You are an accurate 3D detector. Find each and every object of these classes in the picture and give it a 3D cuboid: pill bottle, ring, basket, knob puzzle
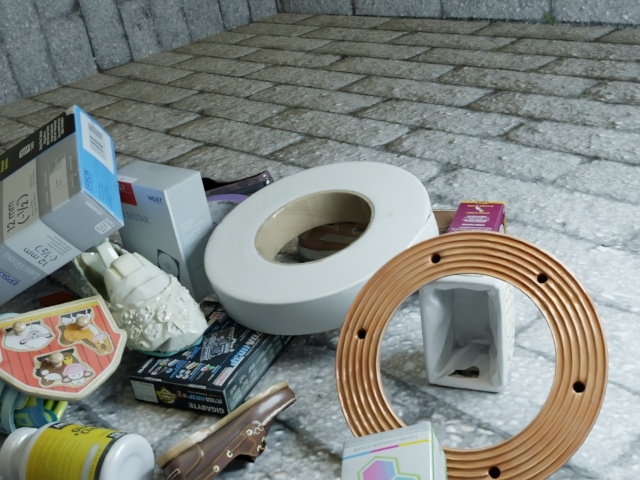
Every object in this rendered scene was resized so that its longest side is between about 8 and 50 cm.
[{"bbox_3d":[-0.314,0.287,0.997,0.184,0.103,0.103,2,29,23],"label":"pill bottle"},{"bbox_3d":[0.179,0.148,0.969,0.337,0.032,0.336,-9,67,21],"label":"ring"},{"bbox_3d":[0.209,0.111,1.096,0.113,0.167,0.103,3,23,24],"label":"basket"},{"bbox_3d":[-0.374,0.155,1.129,0.213,0.030,0.213,6,37,-4],"label":"knob puzzle"}]

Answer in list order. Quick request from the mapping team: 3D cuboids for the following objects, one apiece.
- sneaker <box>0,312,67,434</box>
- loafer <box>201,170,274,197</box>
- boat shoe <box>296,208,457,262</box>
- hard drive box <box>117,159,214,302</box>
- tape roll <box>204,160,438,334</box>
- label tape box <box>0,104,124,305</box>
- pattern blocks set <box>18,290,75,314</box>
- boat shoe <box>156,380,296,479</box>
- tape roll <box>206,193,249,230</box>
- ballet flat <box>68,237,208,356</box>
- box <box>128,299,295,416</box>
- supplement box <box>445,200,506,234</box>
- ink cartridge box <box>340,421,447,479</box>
[{"bbox_3d":[-0.506,0.249,1.128,0.208,0.127,0.319,26,55,34],"label":"sneaker"},{"bbox_3d":[-0.234,-0.112,1.764,0.303,0.095,0.109,0,28,20],"label":"loafer"},{"bbox_3d":[0.108,-0.030,1.455,0.325,0.116,0.123,-6,27,8],"label":"boat shoe"},{"bbox_3d":[-0.286,-0.019,1.447,0.181,0.232,0.089,12,34,39],"label":"hard drive box"},{"bbox_3d":[0.000,0.000,1.297,0.392,0.072,0.392,-13,34,9],"label":"tape roll"},{"bbox_3d":[-0.524,-0.048,1.376,0.348,0.115,0.249,-30,46,9],"label":"label tape box"},{"bbox_3d":[-0.511,0.174,1.375,0.325,0.026,0.285,1,28,21],"label":"pattern blocks set"},{"bbox_3d":[-0.110,0.263,1.024,0.207,0.073,0.073,-30,70,-28],"label":"boat shoe"},{"bbox_3d":[-0.215,-0.020,1.595,0.189,0.080,0.189,-8,26,4],"label":"tape roll"},{"bbox_3d":[-0.335,0.073,1.309,0.147,0.146,0.409,-27,27,-29],"label":"ballet flat"},{"bbox_3d":[-0.163,0.176,1.220,0.175,0.051,0.220,3,29,26],"label":"box"},{"bbox_3d":[0.260,0.019,1.320,0.081,0.104,0.188,2,29,22],"label":"supplement box"},{"bbox_3d":[0.078,0.299,0.839,0.109,0.062,0.209,-17,28,17],"label":"ink cartridge box"}]
